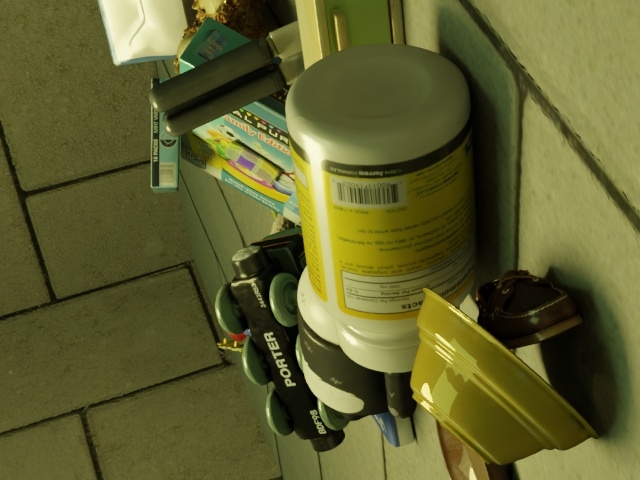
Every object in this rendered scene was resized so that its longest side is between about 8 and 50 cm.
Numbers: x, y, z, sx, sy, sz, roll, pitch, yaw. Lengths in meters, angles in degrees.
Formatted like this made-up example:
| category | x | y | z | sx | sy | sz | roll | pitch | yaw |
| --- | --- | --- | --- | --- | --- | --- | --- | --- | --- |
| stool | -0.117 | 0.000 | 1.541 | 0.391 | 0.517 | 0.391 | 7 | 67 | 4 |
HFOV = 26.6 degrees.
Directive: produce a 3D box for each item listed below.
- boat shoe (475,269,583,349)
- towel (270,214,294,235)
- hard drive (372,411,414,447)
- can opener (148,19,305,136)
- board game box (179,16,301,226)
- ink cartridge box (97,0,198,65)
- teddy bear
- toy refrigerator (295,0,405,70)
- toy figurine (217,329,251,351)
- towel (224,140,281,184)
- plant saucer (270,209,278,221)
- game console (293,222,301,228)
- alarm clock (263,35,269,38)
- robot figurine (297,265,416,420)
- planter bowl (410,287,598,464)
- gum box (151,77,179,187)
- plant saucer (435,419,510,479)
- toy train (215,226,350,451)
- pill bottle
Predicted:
| category | x | y | z | sx | sy | sz | roll | pitch | yaw |
| --- | --- | --- | --- | --- | --- | --- | --- | --- | --- |
| boat shoe | 0.188 | 0.064 | 1.293 | 0.207 | 0.073 | 0.073 | 148 | 102 | -79 |
| towel | -0.051 | 0.010 | 2.272 | 0.282 | 0.049 | 0.187 | 92 | -168 | -56 |
| hard drive | 0.071 | 0.131 | 2.080 | 0.210 | 0.040 | 0.318 | -127 | 23 | -61 |
| can opener | -0.073 | -0.204 | 1.673 | 0.095 | 0.283 | 0.076 | -108 | -7 | -61 |
| board game box | -0.071 | -0.146 | 1.895 | 0.254 | 0.079 | 0.336 | 30 | 161 | 5 |
| ink cartridge box | -0.271 | -0.503 | 2.345 | 0.395 | 0.151 | 0.270 | -73 | -23 | -59 |
| teddy bear | -0.148 | -0.317 | 2.149 | 0.338 | 0.113 | 0.245 | 104 | -173 | -76 |
| toy refrigerator | 0.035 | -0.242 | 1.539 | 0.094 | 0.102 | 0.269 | -120 | 18 | -51 |
| toy figurine | -0.032 | 0.211 | 2.613 | 0.217 | 0.191 | 0.362 | 45 | 166 | -12 |
| towel | -0.095 | -0.108 | 1.886 | 0.083 | 0.009 | 0.060 | 33 | 162 | -7 |
| plant saucer | -0.074 | -0.104 | 2.453 | 0.188 | 0.045 | 0.188 | 101 | 151 | -68 |
| game console | 0.000 | 0.000 | 2.108 | 0.107 | 0.071 | 0.122 | 21 | -125 | -51 |
| alarm clock | -0.118 | -0.242 | 2.026 | 0.064 | 0.192 | 0.129 | 64 | -156 | 2 |
| robot figurine | 0.060 | 0.118 | 1.787 | 0.209 | 0.173 | 0.278 | 20 | 143 | 21 |
| planter bowl | 0.152 | 0.149 | 1.292 | 0.217 | 0.090 | 0.217 | 41 | 178 | 2 |
| gum box | -0.229 | -0.152 | 2.005 | 0.184 | 0.041 | 0.157 | 172 | 98 | -84 |
| plant saucer | 0.194 | 0.277 | 1.686 | 0.198 | 0.036 | 0.198 | 163 | 90 | -80 |
| toy train | -0.026 | 0.139 | 1.985 | 0.190 | 0.142 | 0.334 | -46 | -63 | -51 |
| pill bottle | 0.072 | -0.025 | 1.446 | 0.188 | 0.188 | 0.334 | -119 | 17 | -49 |
